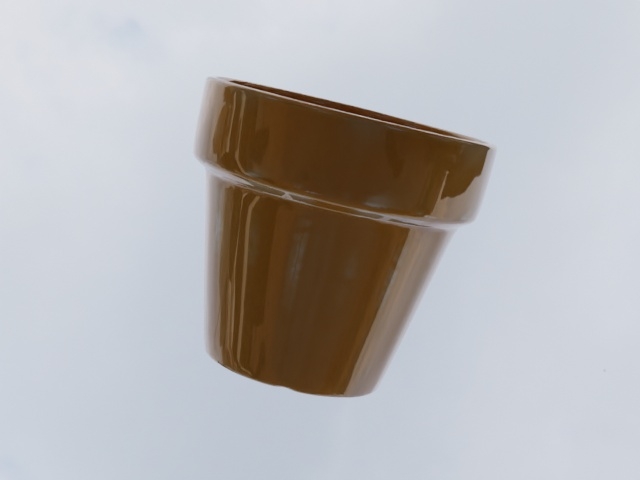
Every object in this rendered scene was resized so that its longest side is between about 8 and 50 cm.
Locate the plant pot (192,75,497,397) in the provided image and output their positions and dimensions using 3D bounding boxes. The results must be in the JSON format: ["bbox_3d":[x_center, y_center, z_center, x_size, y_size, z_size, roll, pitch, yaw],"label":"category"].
[{"bbox_3d":[0.000,0.000,0.808,0.205,0.205,0.188,16,-82,15],"label":"plant pot"}]
